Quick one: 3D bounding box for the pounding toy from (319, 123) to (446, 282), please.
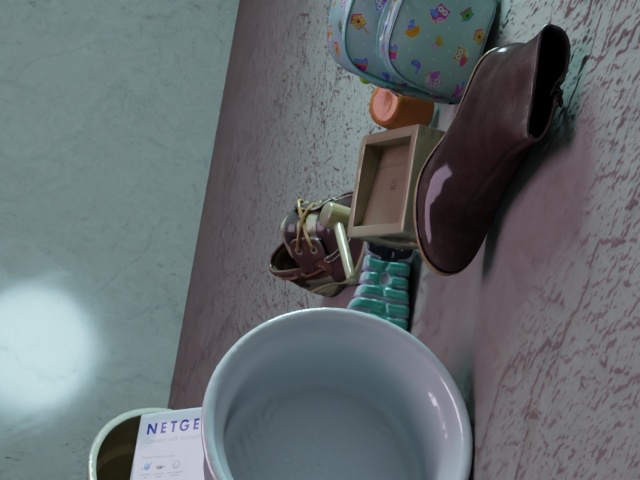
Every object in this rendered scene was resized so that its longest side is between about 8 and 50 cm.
[{"bbox_3d":[0.087,-0.031,1.659,0.206,0.094,0.181,-5,74,61],"label":"pounding toy"}]

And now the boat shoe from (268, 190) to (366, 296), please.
[{"bbox_3d":[0.000,0.000,2.020,0.342,0.123,0.123,139,142,-70],"label":"boat shoe"}]

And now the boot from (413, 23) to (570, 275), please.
[{"bbox_3d":[0.173,-0.089,1.409,0.207,0.090,0.248,159,127,-78],"label":"boot"}]

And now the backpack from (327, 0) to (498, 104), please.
[{"bbox_3d":[0.108,-0.255,1.649,0.144,0.188,0.166,-120,45,-72],"label":"backpack"}]

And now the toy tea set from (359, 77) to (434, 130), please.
[{"bbox_3d":[0.137,-0.298,1.838,0.200,0.124,0.336,29,104,47],"label":"toy tea set"}]

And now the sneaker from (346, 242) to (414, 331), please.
[{"bbox_3d":[0.079,0.078,1.747,0.098,0.083,0.224,67,-141,-77],"label":"sneaker"}]

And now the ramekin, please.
[{"bbox_3d":[0.008,0.222,1.430,0.135,0.277,0.277,108,169,-55],"label":"ramekin"}]

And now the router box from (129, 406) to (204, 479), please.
[{"bbox_3d":[-0.091,0.350,1.687,0.335,0.082,0.301,-11,58,29],"label":"router box"}]

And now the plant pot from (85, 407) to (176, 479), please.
[{"bbox_3d":[-0.252,0.470,2.026,0.305,0.333,0.334,-54,22,30],"label":"plant pot"}]

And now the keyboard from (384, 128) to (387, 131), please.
[{"bbox_3d":[0.110,-0.167,1.950,0.100,0.038,0.192,80,-170,-54],"label":"keyboard"}]
